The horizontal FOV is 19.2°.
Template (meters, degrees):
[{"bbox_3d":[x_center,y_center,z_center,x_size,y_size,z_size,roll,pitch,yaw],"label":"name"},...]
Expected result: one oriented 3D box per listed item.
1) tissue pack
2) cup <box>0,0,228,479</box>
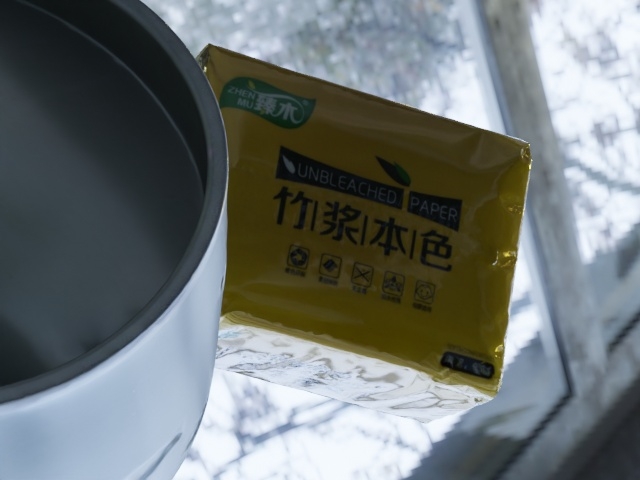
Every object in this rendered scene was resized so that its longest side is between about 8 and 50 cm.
[{"bbox_3d":[0.000,0.000,1.962,0.382,0.228,0.293,16,-110,-18],"label":"tissue pack"},{"bbox_3d":[-0.200,0.067,0.962,0.259,0.274,0.356,25,-117,11],"label":"cup"}]
